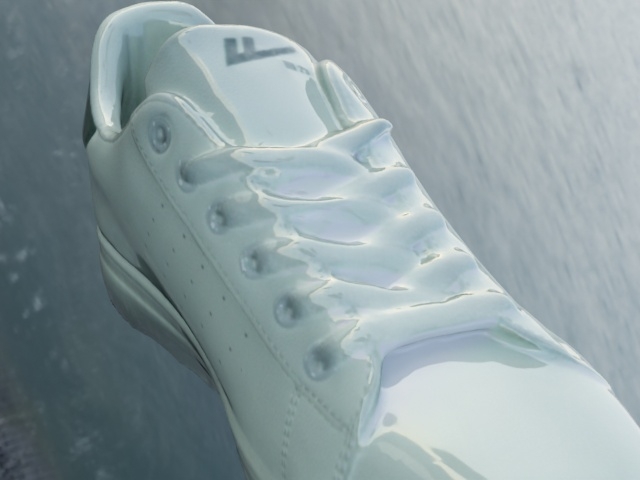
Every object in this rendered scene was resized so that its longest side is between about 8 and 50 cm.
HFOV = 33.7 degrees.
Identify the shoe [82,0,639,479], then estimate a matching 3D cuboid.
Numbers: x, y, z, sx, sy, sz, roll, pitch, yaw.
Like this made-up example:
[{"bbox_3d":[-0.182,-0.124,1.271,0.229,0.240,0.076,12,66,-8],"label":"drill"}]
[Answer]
[{"bbox_3d":[0.000,0.000,0.403,0.363,0.132,0.160,35,-42,53],"label":"shoe"}]
